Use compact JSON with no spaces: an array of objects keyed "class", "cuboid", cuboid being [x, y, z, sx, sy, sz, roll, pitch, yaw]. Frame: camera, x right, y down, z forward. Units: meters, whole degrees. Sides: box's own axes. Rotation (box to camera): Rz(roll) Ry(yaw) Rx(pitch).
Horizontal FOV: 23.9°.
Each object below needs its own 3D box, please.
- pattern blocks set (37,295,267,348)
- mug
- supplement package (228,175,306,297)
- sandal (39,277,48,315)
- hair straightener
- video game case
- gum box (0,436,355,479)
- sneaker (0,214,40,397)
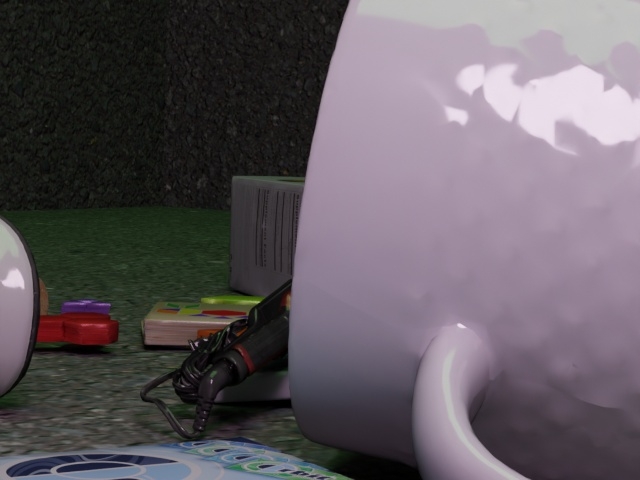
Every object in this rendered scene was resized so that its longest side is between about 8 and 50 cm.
[{"class":"pattern blocks set","cuboid":[-0.070,0.075,1.306,0.324,0.026,0.285,3,4,7]},{"class":"mug","cuboid":[0.165,0.025,0.716,0.328,0.276,0.374,10,36,12]},{"class":"supplement package","cuboid":[0.000,0.000,1.661,0.139,0.134,0.244,0,4,-21]},{"class":"sandal","cuboid":[-0.278,0.045,1.194,0.079,0.088,0.240,-3,-4,28]},{"class":"hair straightener","cuboid":[-0.050,0.076,0.982,0.089,0.047,0.230,-24,10,28]},{"class":"video game case","cuboid":[0.034,0.086,1.067,0.190,0.022,0.173,-5,2,10]},{"class":"gum box","cuboid":[-0.074,0.115,0.588,0.184,0.041,0.157,1,4,-32]},{"class":"sneaker","cuboid":[-0.417,0.013,0.975,0.447,0.169,0.257,8,5,38]}]
